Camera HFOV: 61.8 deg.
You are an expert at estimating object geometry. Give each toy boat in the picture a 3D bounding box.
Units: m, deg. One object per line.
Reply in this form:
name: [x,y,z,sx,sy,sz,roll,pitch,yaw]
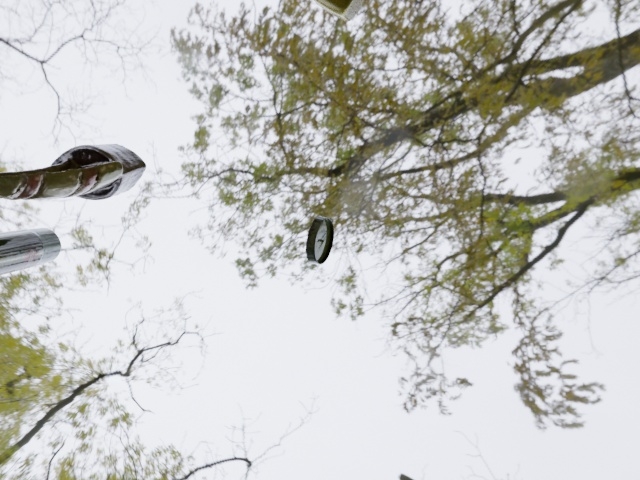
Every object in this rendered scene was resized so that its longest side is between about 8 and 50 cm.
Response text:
toy boat: [-0.481,-0.117,1.003,0.275,0.293,0.111,-2,-75,19]

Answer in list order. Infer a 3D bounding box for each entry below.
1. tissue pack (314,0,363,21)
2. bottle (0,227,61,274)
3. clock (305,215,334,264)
tissue pack: [0.047,-0.505,0.966,0.127,0.123,0.178,39,-73,4]
bottle: [-0.612,0.024,1.030,0.082,0.286,0.082,0,-84,3]
clock: [0.000,0.000,0.909,0.017,0.085,0.085,11,-113,22]
